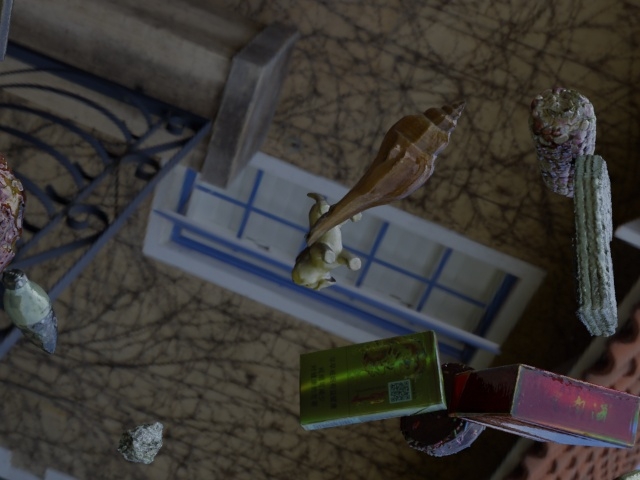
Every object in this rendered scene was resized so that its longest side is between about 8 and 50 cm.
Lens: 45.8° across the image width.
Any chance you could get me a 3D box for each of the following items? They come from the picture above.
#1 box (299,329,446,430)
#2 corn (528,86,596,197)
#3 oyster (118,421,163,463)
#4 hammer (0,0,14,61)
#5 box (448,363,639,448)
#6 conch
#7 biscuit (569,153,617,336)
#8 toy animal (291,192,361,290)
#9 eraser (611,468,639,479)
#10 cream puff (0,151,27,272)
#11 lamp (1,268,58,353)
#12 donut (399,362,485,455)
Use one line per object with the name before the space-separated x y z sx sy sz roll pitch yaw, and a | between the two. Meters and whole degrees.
box | 0.106 0.302 1.631 0.043 0.311 0.172 59 23 -51
corn | 0.366 -0.137 1.147 0.092 0.092 0.280 -68 155 -13
oyster | -0.343 0.390 1.470 0.100 0.098 0.037 48 -55 52
hammer | -0.525 -0.487 1.294 0.043 0.111 0.365 -83 -170 -71
box | 0.356 0.277 1.265 0.313 0.198 0.089 123 -18 -74
conch | 0.102 -0.092 1.162 0.330 0.093 0.109 -49 -160 17
biscuit | 0.365 -0.002 1.012 0.147 0.046 0.249 41 49 -56
toy animal | 0.006 0.011 1.765 0.169 0.121 0.233 19 -76 57
eraser | 0.410 0.402 1.050 0.058 0.117 0.172 -11 150 -31
cream puff | -0.749 -0.061 1.510 0.229 0.351 0.350 14 99 -59
lamp | -0.663 0.167 1.739 0.101 0.101 0.250 -66 155 -47
donut | 0.289 0.394 1.742 0.235 0.089 0.235 -34 -153 20
